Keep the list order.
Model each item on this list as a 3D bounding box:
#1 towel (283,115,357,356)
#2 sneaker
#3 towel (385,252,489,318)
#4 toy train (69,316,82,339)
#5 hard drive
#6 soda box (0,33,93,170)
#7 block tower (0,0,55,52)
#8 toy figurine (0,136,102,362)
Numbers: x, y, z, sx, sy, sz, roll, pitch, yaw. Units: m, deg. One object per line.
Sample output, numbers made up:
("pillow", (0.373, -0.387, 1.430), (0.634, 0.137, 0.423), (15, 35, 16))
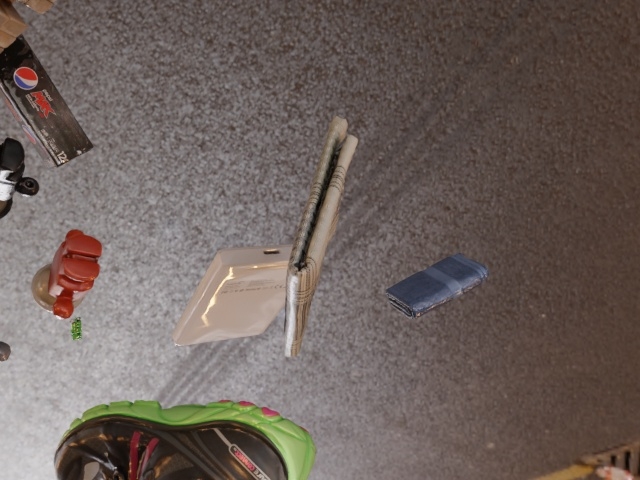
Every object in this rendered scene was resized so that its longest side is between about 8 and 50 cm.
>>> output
("towel", (0.000, 0.000, 1.112), (0.056, 0.324, 0.312), (12, 147, 4))
("sneaker", (-0.237, 0.353, 0.963), (0.482, 0.202, 0.185), (-15, 135, 33))
("towel", (0.145, 0.057, 0.818), (0.067, 0.119, 0.029), (34, 144, 57))
("toy train", (-0.533, 0.192, 1.438), (0.023, 0.017, 0.083), (-3, 143, -20))
("hard drive", (-0.171, 0.124, 1.472), (0.233, 0.047, 0.353), (-3, 148, -32))
("soda box", (-0.372, -0.179, 0.861), (0.053, 0.060, 0.169), (0, 123, 56))
("block tower", (-0.305, -0.254, 0.605), (0.335, 0.091, 0.097), (-37, 85, 8))
("toy figurine", (-0.358, 0.021, 0.680), (0.213, 0.209, 0.148), (51, 142, -6))
